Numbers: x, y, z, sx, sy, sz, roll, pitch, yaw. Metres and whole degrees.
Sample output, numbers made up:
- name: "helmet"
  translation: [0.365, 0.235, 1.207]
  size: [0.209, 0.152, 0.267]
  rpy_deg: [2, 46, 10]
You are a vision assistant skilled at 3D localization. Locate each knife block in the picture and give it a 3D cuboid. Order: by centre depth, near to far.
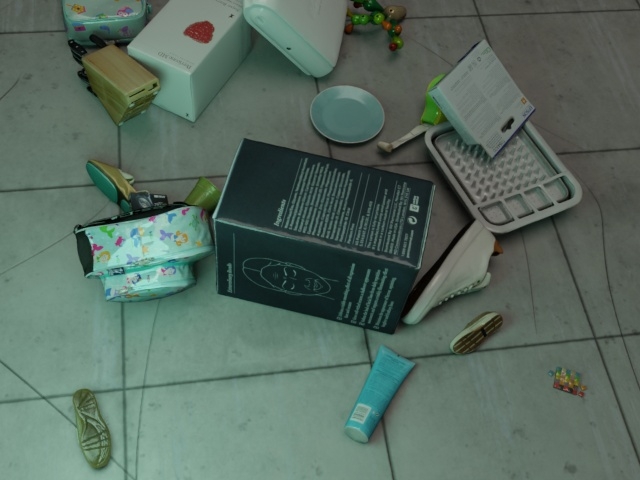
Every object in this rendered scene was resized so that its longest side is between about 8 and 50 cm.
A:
- name: "knife block"
  translation: [-0.495, -0.403, 1.787]
  size: [0.088, 0.276, 0.242]
  rpy_deg: [-35, 97, -23]

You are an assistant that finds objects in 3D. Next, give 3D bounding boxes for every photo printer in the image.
- name: "photo printer"
  translation: [-0.067, -0.594, 1.905]
  size: [0.107, 0.307, 0.256]
  rpy_deg: [-10, 58, 38]

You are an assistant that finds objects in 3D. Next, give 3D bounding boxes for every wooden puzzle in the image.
- name: "wooden puzzle"
  translation: [0.516, 0.293, 1.598]
  size: [0.083, 0.006, 0.049]
  rpy_deg: [18, 59, 5]

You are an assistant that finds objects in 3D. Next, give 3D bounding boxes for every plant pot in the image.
- name: "plant pot"
  translation: [-0.268, -0.088, 1.712]
  size: [0.083, 0.083, 0.079]
  rpy_deg: [39, 75, 17]

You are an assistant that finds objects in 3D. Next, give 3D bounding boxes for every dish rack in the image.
- name: "dish rack"
  translation: [0.427, -0.164, 1.831]
  size: [0.286, 0.072, 0.332]
  rpy_deg: [-20, 63, -16]

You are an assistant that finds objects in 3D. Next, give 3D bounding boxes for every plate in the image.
- name: "plate"
  translation: [0.066, -0.311, 1.910]
  size: [0.188, 0.024, 0.188]
  rpy_deg: [2, 58, -4]

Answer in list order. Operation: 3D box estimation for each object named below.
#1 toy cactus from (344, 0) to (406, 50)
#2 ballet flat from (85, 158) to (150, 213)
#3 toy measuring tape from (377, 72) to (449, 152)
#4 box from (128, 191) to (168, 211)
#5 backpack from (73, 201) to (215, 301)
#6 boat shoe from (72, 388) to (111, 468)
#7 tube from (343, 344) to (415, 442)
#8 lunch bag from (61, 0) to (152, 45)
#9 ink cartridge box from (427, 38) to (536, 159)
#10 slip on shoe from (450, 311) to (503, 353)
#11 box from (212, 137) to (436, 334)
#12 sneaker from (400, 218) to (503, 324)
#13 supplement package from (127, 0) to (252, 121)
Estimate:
- name: "toy cactus"
  translation: [0.166, -0.594, 2.065]
  size: [0.219, 0.112, 0.180]
  rpy_deg: [43, 45, 21]
- name: "ballet flat"
  translation: [-0.429, -0.103, 1.706]
  size: [0.073, 0.080, 0.232]
  rpy_deg: [-35, 77, -33]
- name: "toy measuring tape"
  translation: [0.270, -0.331, 1.882]
  size: [0.330, 0.121, 0.121]
  rpy_deg: [-29, 66, -23]
- name: "box"
  translation: [-0.369, -0.070, 1.649]
  size: [0.083, 0.018, 0.067]
  rpy_deg: [3, 54, -30]
- name: "backpack"
  translation: [-0.334, 0.021, 1.529]
  size: [0.254, 0.225, 0.191]
  rpy_deg: [-19, 86, -1]
- name: "boat shoe"
  translation: [-0.434, 0.357, 1.442]
  size: [0.056, 0.048, 0.153]
  rpy_deg: [-15, 67, -28]
- name: "tube"
  translation: [0.115, 0.304, 1.527]
  size: [0.080, 0.052, 0.207]
  rpy_deg: [30, 55, 7]
- name: "lunch bag"
  translation: [-0.558, -0.629, 1.988]
  size: [0.224, 0.108, 0.279]
  rpy_deg: [-6, 61, -15]
- name: "ink cartridge box"
  translation: [0.392, -0.336, 1.844]
  size: [0.224, 0.045, 0.223]
  rpy_deg: [51, 61, -11]
- name: "slip on shoe"
  translation: [0.325, 0.193, 1.622]
  size: [0.135, 0.051, 0.041]
  rpy_deg: [-35, 28, -15]
- name: "box"
  translation: [0.000, 0.000, 1.555]
  size: [0.396, 0.293, 0.212]
  rpy_deg: [13, 58, 1]
- name: "sneaker"
  translation: [0.294, 0.090, 1.643]
  size: [0.123, 0.106, 0.290]
  rpy_deg: [44, 72, -3]
- name: "supplement package"
  translation: [-0.312, -0.473, 1.879]
  size: [0.178, 0.175, 0.293]
  rpy_deg: [25, 60, 9]
